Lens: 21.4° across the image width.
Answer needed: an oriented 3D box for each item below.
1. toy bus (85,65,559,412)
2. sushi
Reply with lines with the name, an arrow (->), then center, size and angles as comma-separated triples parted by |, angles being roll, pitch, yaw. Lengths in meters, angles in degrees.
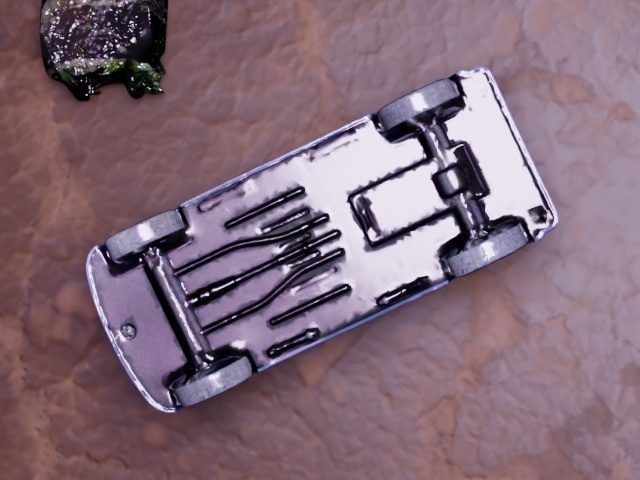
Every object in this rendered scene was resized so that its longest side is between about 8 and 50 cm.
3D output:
toy bus -> 0.000, 0.000, 1.114 | 0.292, 0.133, 0.125 | -26, 90, 5
sushi -> -0.152, -0.141, 1.180 | 0.083, 0.056, 0.084 | -1, 87, 9
